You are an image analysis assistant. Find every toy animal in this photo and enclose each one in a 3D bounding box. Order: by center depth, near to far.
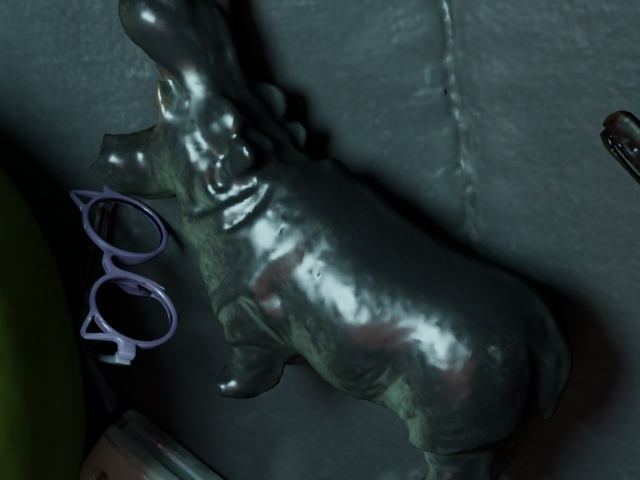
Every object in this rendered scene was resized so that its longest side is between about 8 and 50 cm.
[{"bbox_3d":[-0.013,0.008,1.104,0.343,0.106,0.168,43,120,6],"label":"toy animal"}]

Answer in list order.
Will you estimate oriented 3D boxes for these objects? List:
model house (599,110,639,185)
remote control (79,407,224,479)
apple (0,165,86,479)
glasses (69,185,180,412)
[{"bbox_3d":[0.271,-0.025,0.983,0.164,0.141,0.203,-42,112,7],"label":"model house"},{"bbox_3d":[-0.045,0.232,1.227,0.277,0.055,0.103,39,118,6],"label":"remote control"},{"bbox_3d":[-0.305,0.075,1.107,0.357,0.357,0.357,8,112,19],"label":"apple"},{"bbox_3d":[-0.134,0.047,1.168,0.063,0.140,0.104,12,133,-23],"label":"glasses"}]
